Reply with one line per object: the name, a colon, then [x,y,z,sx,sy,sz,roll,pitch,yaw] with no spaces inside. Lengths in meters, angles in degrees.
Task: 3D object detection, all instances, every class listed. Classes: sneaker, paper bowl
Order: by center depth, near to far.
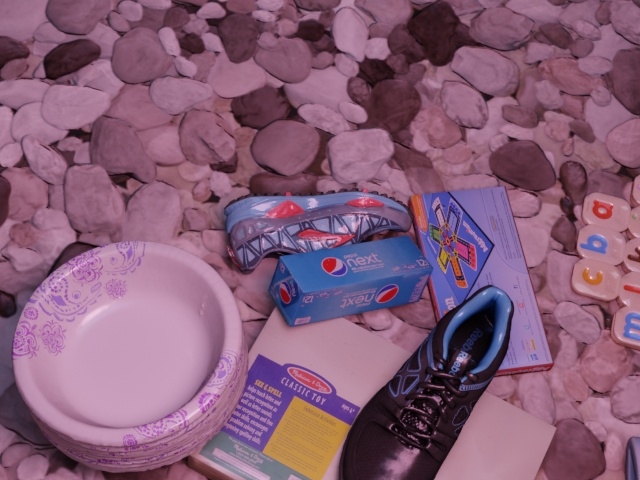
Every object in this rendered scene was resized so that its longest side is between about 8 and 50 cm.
sneaker: [0.132,0.194,1.709,0.125,0.139,0.341,30,64,6]
paper bowl: [-0.231,0.154,1.718,0.284,0.148,0.284,-2,57,3]
sneaker: [0.000,0.000,1.891,0.262,0.104,0.125,-3,79,-4]

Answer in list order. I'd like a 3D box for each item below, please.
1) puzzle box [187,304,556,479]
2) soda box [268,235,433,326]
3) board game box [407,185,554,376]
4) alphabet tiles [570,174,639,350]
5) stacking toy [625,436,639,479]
puzzle box: [0.069,0.266,1.771,0.409,0.052,0.272,27,63,7]
soda box: [0.042,0.052,1.831,0.210,0.067,0.071,-9,47,-32]
board game box: [0.221,0.057,1.915,0.145,0.027,0.281,-5,64,-12]
alphabet tiles: [0.501,0.038,1.966,0.278,0.021,0.284,15,62,0]
stacking toy: [0.416,0.361,1.652,0.130,0.279,0.309,-1,64,4]
